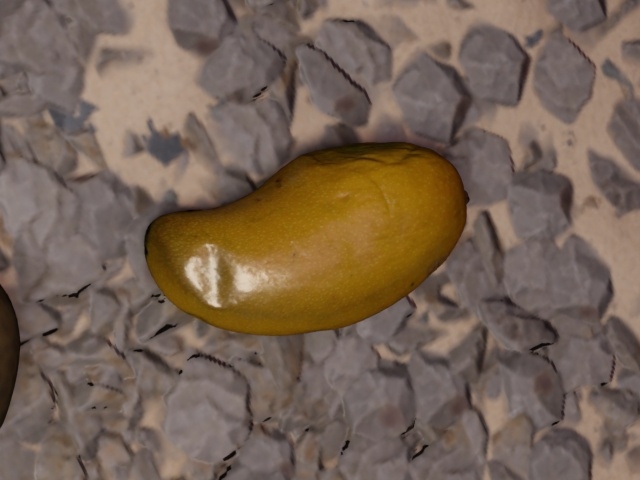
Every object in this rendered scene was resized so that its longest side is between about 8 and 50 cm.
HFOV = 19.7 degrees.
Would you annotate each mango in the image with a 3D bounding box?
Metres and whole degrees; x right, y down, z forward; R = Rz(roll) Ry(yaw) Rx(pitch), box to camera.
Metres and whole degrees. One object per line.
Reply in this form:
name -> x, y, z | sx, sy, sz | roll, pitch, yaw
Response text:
mango -> 0.000, 0.000, 1.003 | 0.190, 0.075, 0.098 | -18, 76, -25

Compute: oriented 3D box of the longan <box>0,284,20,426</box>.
longan -> -0.189, 0.056, 0.889 | 0.113, 0.092, 0.113 | -11, 90, -72
